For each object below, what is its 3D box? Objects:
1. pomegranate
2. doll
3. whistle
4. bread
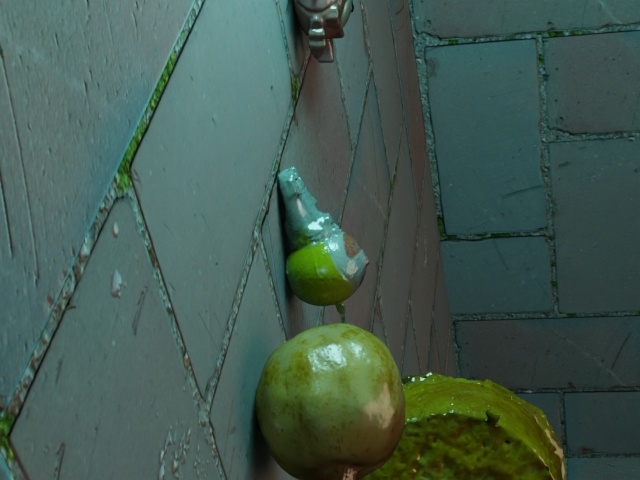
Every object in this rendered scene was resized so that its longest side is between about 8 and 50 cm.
[{"bbox_3d":[0.017,0.209,1.513,0.207,0.207,0.207,-3,90,-78],"label":"pomegranate"},{"bbox_3d":[0.003,-0.380,1.816,0.262,0.093,0.211,-84,172,-46],"label":"doll"},{"bbox_3d":[0.000,0.000,1.701,0.123,0.122,0.223,-52,124,-72],"label":"whistle"},{"bbox_3d":[0.197,0.404,1.847,0.215,0.398,0.398,-75,161,-81],"label":"bread"}]
